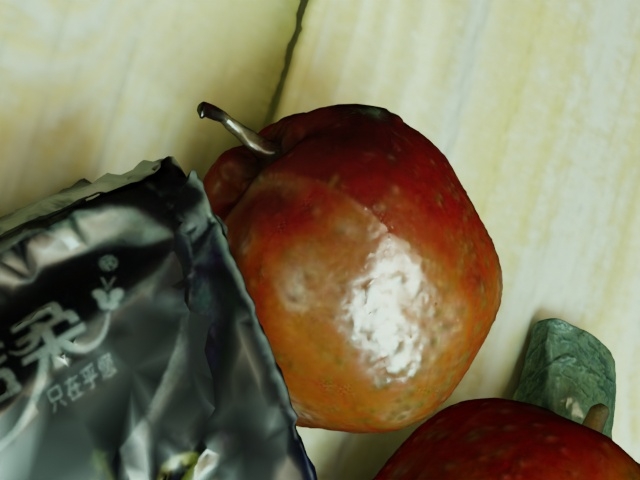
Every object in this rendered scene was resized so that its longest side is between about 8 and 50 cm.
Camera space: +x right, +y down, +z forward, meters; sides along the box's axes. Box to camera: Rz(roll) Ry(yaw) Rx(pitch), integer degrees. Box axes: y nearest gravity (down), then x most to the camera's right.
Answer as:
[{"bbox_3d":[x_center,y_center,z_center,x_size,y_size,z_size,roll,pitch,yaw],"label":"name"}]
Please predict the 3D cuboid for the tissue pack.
[{"bbox_3d":[-0.112,0.150,0.644,0.245,0.123,0.332,-29,102,-36],"label":"tissue pack"}]

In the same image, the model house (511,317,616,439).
[{"bbox_3d":[0.161,0.104,0.963,0.078,0.066,0.083,30,61,-30],"label":"model house"}]

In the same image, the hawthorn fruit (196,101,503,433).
[{"bbox_3d":[0.000,0.000,0.730,0.157,0.157,0.194,-48,118,-24],"label":"hawthorn fruit"}]

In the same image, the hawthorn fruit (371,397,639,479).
[{"bbox_3d":[0.116,0.191,0.835,0.250,0.215,0.215,-47,125,-28],"label":"hawthorn fruit"}]
